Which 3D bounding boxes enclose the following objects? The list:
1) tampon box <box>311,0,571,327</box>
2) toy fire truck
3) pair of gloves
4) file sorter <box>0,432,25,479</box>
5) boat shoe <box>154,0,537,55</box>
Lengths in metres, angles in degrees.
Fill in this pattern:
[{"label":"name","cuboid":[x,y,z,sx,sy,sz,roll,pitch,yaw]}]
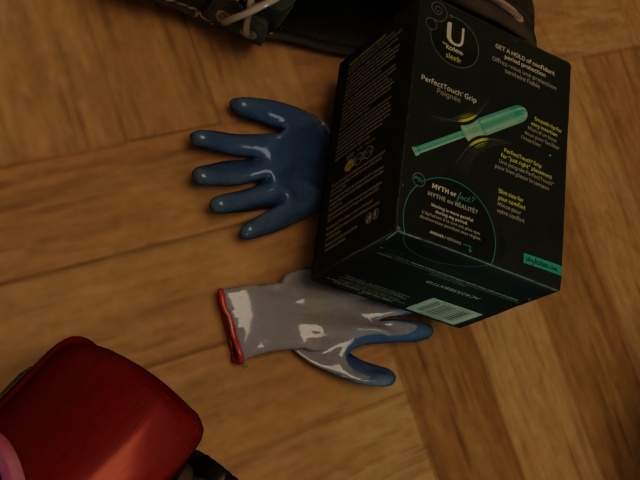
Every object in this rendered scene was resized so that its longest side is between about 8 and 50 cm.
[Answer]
[{"label":"tampon box","cuboid":[0.076,-0.045,0.613,0.120,0.101,0.161,20,64,-24]},{"label":"toy fire truck","cuboid":[-0.062,0.151,0.417,0.217,0.246,0.158,46,59,-9]},{"label":"pair of gloves","cuboid":[0.000,0.000,0.628,0.159,0.023,0.198,-7,78,-30]},{"label":"file sorter","cuboid":[-0.255,0.164,0.300,0.291,0.182,0.202,4,75,-45]},{"label":"boat shoe","cuboid":[0.016,-0.165,0.635,0.335,0.112,0.095,-3,72,-33]}]
